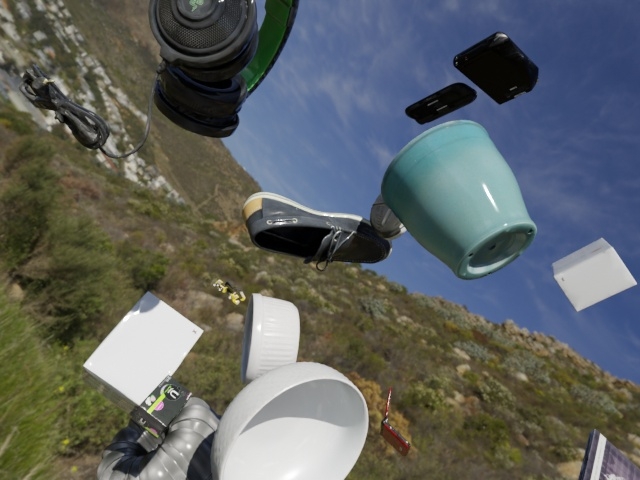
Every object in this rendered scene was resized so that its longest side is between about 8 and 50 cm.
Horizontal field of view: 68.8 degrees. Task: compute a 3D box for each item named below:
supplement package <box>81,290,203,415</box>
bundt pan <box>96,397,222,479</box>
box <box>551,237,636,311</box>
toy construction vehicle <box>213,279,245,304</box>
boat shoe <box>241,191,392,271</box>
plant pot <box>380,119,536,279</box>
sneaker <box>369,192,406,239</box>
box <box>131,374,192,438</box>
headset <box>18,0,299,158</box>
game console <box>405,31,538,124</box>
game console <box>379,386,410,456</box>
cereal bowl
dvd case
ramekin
[{"bbox_3d":[-0.392,0.251,1.018,0.149,0.194,0.203,39,-35,-8],"label":"supplement package"},{"bbox_3d":[-0.391,0.508,1.135,0.124,0.330,0.331,66,-13,-21],"label":"bundt pan"},{"bbox_3d":[0.605,0.073,1.048,0.091,0.130,0.170,59,26,7],"label":"box"},{"bbox_3d":[-0.284,0.158,1.477,0.098,0.035,0.086,41,-1,5],"label":"toy construction vehicle"},{"bbox_3d":[0.000,0.000,1.418,0.499,0.187,0.156,16,41,-24],"label":"boat shoe"},{"bbox_3d":[0.303,-0.066,0.994,0.272,0.271,0.255,70,-3,-56],"label":"plant pot"},{"bbox_3d":[0.324,-0.091,1.443,0.169,0.448,0.258,-7,-57,41],"label":"sneaker"},{"bbox_3d":[-0.287,0.301,0.849,0.062,0.052,0.083,37,32,1],"label":"box"},{"bbox_3d":[-0.182,-0.257,0.634,0.185,0.394,0.243,36,-31,4],"label":"headset"},{"bbox_3d":[0.382,-0.411,1.268,0.213,0.044,0.361,21,-25,-36],"label":"game console"},{"bbox_3d":[0.195,0.459,1.177,0.124,0.085,0.144,38,-22,26],"label":"game console"},{"bbox_3d":[-0.073,0.395,0.962,0.141,0.339,0.339,29,-27,52],"label":"cereal bowl"},{"bbox_3d":[0.503,0.428,0.724,0.221,0.164,0.018,44,-52,16],"label":"dvd case"},{"bbox_3d":[-0.118,0.231,1.089,0.207,0.108,0.208,-173,-90,-78],"label":"ramekin"}]
